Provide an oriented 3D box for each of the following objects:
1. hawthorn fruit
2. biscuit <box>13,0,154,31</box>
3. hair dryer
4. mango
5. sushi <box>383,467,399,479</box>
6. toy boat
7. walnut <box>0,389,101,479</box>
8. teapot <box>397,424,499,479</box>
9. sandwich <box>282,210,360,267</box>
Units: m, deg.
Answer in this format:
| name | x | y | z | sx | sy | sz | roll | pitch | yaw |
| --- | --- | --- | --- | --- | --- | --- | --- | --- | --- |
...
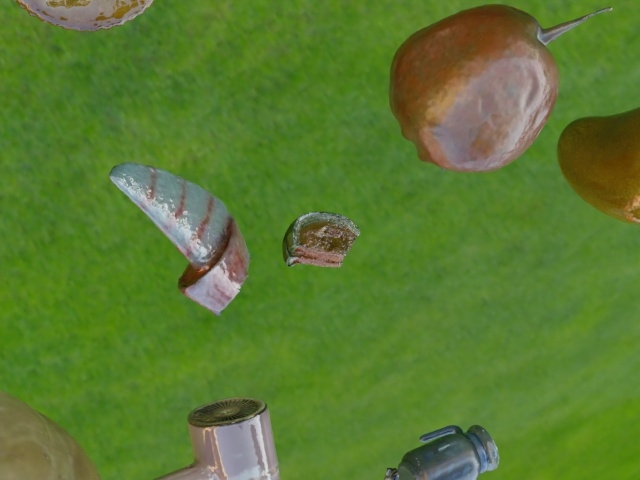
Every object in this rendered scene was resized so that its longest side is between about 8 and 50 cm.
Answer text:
| name | x | y | z | sx | sy | sz | roll | pitch | yaw |
| --- | --- | --- | --- | --- | --- | --- | --- | --- | --- |
| hawthorn fruit | 0.141 | -0.143 | 1.130 | 0.189 | 0.149 | 0.149 | -50 | 153 | -5 |
| biscuit | -0.276 | -0.349 | 1.503 | 0.220 | 0.066 | 0.221 | -4 | 104 | -18 |
| hair dryer | -0.199 | 0.328 | 1.578 | 0.344 | 0.106 | 0.189 | -16 | 104 | -33 |
| mango | 0.334 | -0.083 | 1.348 | 0.099 | 0.227 | 0.136 | 28 | 79 | -36 |
| sushi | 0.153 | 0.412 | 1.599 | 0.184 | 0.139 | 0.274 | -39 | 117 | 24 |
| toy boat | -0.221 | -0.034 | 2.013 | 0.096 | 0.206 | 0.282 | -23 | 125 | 34 |
| walnut | -0.277 | 0.249 | 0.866 | 0.277 | 0.313 | 0.252 | 15 | 156 | 5 |
| teapot | 0.108 | 0.195 | 1.142 | 0.083 | 0.049 | 0.063 | -20 | -177 | -24 |
| sandwich | 0.002 | -0.003 | 1.502 | 0.101 | 0.069 | 0.026 | 2 | 150 | -26 |
